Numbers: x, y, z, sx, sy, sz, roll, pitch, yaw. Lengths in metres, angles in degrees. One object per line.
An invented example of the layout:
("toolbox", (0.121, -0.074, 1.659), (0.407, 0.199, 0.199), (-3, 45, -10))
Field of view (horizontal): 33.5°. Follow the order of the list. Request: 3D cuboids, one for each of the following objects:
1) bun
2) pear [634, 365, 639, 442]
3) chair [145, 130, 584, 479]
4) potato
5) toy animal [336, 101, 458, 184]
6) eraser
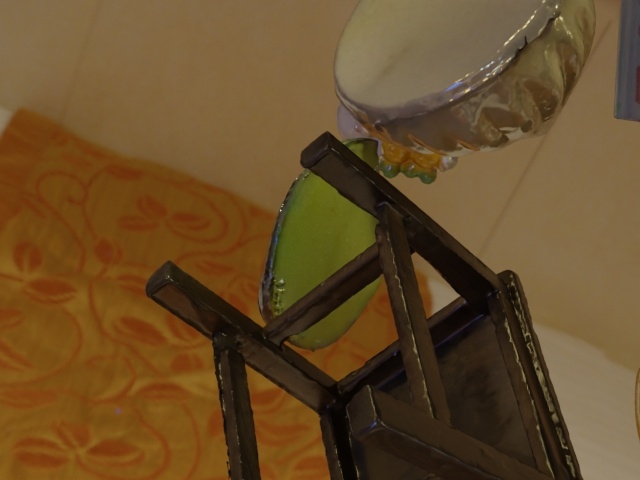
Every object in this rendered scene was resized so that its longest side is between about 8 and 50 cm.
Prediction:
("bun", (0.156, -0.167, 1.016), (0.175, 0.263, 0.263), (45, 11, -37))
("pear", (0.656, 0.282, 1.573), (0.418, 0.362, 0.362), (20, 25, -30))
("chair", (0.094, 0.151, 0.782), (0.416, 0.203, 0.240), (33, 29, -36))
("potato", (0.000, 0.000, 0.951), (0.119, 0.197, 0.054), (15, -7, -33))
("toy animal", (0.146, -0.223, 1.652), (0.182, 0.310, 0.247), (56, 29, -29))
("eraser", (0.503, -0.283, 1.486), (0.174, 0.226, 0.081), (-3, 18, -6))
